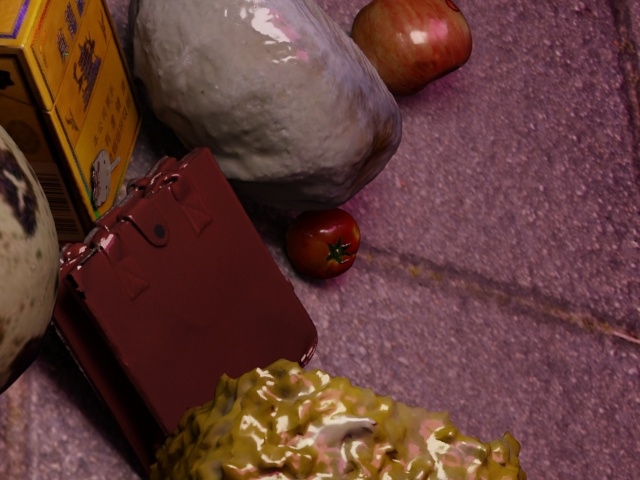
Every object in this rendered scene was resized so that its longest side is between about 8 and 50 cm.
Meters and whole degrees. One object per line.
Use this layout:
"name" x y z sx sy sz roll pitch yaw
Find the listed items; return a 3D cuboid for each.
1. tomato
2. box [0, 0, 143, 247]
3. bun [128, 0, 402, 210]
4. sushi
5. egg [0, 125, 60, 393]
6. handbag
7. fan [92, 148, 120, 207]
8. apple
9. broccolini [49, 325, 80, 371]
"tomato" 0.000 0.000 1.931 0.087 0.087 0.075 4 26 -38
"box" -0.265 -0.157 1.671 0.084 0.301 0.192 2 52 11
"bun" -0.072 -0.178 1.846 0.362 0.211 0.362 42 5 -4
"sushi" 0.006 0.303 1.530 0.351 0.396 0.240 16 57 -14
"egg" -0.395 -0.015 1.471 0.379 0.287 0.288 45 43 13
"handbag" -0.142 0.078 1.713 0.260 0.084 0.275 -47 118 -43
"fan" -0.216 -0.068 1.702 0.083 0.004 0.056 -60 151 -65
"apple" 0.113 -0.255 2.128 0.146 0.146 0.131 -28 85 -45
"broccolini" -0.191 0.069 1.774 0.058 0.071 0.254 24 26 30
